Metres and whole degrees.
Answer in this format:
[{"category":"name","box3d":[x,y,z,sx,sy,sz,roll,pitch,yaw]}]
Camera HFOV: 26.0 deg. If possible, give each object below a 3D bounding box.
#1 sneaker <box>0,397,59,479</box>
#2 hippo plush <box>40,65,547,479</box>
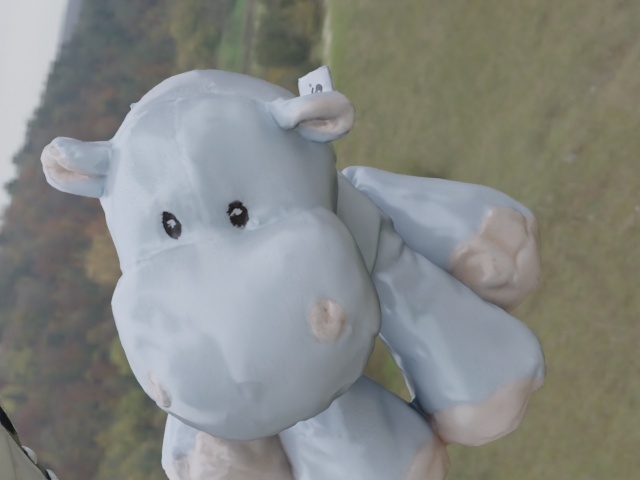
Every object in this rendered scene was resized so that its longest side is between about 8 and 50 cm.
[{"category":"sneaker","box3d":[-0.128,0.107,0.550,0.153,0.094,0.235,-49,-56,-72]},{"category":"hippo plush","box3d":[0.000,0.000,0.711,0.236,0.234,0.294,66,-165,-71]}]
